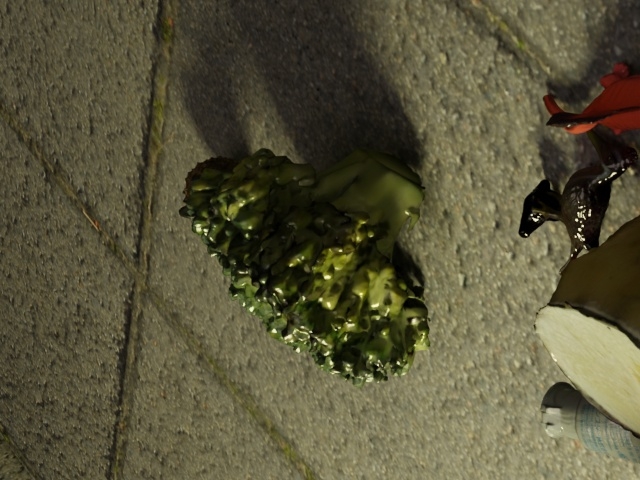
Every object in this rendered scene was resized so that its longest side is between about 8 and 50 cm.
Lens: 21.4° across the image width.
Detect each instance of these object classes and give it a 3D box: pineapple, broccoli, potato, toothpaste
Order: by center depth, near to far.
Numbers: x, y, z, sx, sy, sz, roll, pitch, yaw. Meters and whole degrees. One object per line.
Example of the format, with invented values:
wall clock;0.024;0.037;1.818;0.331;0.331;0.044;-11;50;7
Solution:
potato;0.358;0.083;1.587;0.246;0.196;0.300;50;170;-30
toothpaste;0.370;0.206;1.818;0.299;0.073;0.114;8;119;47
broccoli;-0.012;0.022;2.052;0.334;0.324;0.272;-121;37;-68
pineapple;-0.131;-0.044;2.289;0.237;0.119;0.111;-104;26;-76

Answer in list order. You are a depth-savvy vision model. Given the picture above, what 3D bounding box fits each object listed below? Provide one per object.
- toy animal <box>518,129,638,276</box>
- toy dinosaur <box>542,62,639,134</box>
toy animal;0.279;-0.044;1.783;0.105;0.070;0.202;48;141;10
toy dinosaur;0.265;-0.123;1.647;0.286;0.139;0.070;-2;110;59
